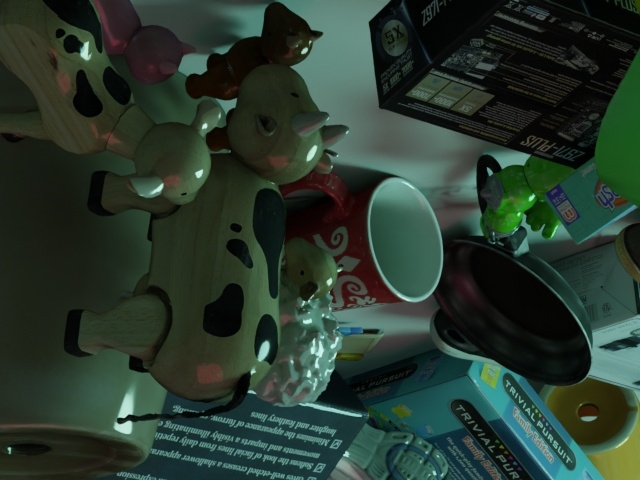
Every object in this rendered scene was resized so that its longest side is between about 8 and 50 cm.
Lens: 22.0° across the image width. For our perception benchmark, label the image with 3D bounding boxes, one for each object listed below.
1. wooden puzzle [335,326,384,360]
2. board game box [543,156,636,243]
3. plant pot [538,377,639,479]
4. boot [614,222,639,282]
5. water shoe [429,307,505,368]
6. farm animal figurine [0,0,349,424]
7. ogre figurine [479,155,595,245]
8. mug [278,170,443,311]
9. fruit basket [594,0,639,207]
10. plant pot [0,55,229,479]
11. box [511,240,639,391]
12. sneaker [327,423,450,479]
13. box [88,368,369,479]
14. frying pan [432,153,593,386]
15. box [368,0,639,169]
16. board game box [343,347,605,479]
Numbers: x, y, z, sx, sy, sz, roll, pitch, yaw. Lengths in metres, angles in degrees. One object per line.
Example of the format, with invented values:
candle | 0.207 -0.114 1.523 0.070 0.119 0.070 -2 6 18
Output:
wooden puzzle | 0.032 0.117 1.907 0.078 0.014 0.116 0 159 -19
board game box | 0.278 -0.086 1.174 0.210 0.047 0.160 -29 173 -36
plant pot | 0.342 0.262 2.094 0.205 0.205 0.188 -6 144 7
boot | 0.424 -0.019 1.548 0.248 0.090 0.207 10 144 -26
water shoe | 0.223 0.104 1.812 0.203 0.073 0.080 5 155 -20
farm animal figurine | -0.080 -0.039 1.090 0.172 0.327 0.330 -3 180 35
ogre figurine | 0.211 -0.054 1.379 0.197 0.097 0.118 -4 170 25
mug | 0.006 -0.002 1.515 0.169 0.150 0.113 -15 -168 38
fruit basket | 0.272 -0.164 0.873 0.392 0.392 0.283 -17 154 33
plant pot | -0.229 0.037 1.306 0.323 0.280 0.323 -3 160 -1
box | 0.354 0.090 1.774 0.290 0.087 0.169 17 151 -41
sneaker | 0.009 0.243 1.954 0.297 0.111 0.129 40 141 -9
box | -0.198 0.243 1.671 0.293 0.212 0.395 19 110 -43
frying pan | 0.164 0.018 1.595 0.197 0.053 0.326 13 141 46
box | 0.149 -0.134 1.120 0.180 0.077 0.147 14 145 -30
board game box | 0.139 0.267 2.034 0.336 0.079 0.254 -22 115 40
